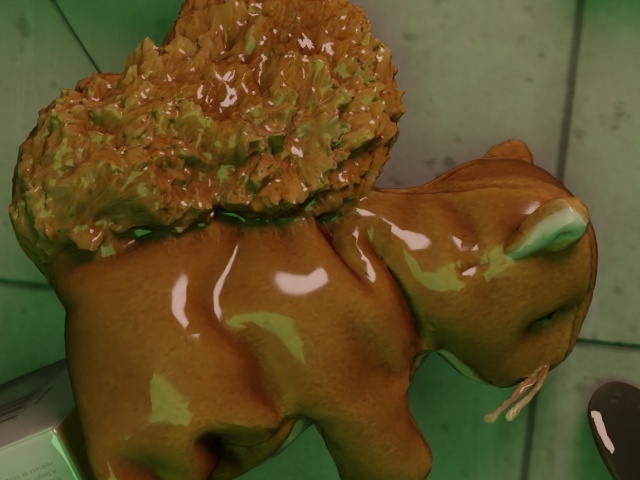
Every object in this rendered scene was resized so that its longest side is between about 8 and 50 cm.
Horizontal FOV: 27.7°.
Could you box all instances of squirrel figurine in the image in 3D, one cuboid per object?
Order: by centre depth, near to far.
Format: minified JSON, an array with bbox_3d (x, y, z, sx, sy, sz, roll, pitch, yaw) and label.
[{"bbox_3d":[0.000,0.000,0.929,0.370,0.281,0.397,-21,104,6],"label":"squirrel figurine"}]

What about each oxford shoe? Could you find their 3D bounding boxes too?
[{"bbox_3d":[0.278,0.211,1.049,0.076,0.076,0.212,-32,84,-19],"label":"oxford shoe"}]

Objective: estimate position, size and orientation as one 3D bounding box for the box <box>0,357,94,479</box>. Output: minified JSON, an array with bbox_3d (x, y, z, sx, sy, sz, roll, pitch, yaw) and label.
[{"bbox_3d":[-0.174,0.286,1.048,0.168,0.215,0.345,-22,101,12],"label":"box"}]
